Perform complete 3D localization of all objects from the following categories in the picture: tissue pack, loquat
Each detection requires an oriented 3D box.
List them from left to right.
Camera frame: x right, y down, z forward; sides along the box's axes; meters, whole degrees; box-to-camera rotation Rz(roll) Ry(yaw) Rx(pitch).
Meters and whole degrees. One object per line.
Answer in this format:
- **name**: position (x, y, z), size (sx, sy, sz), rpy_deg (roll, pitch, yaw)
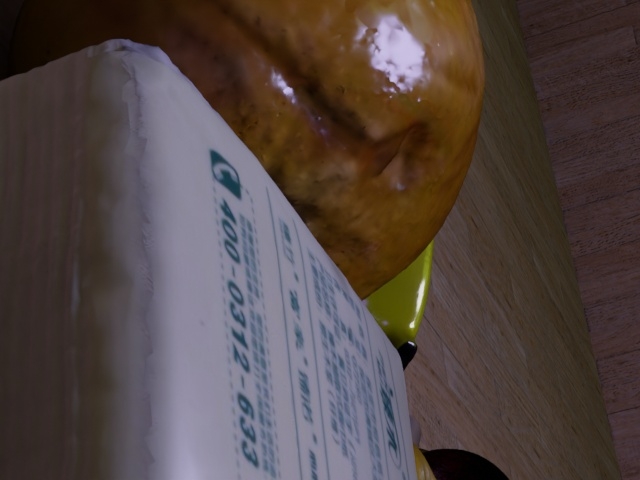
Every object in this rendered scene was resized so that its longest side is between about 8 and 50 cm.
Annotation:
- **tissue pack**: position (-0.074, 0.167, 0.540), size (0.297, 0.207, 0.380), rpy_deg (53, 25, -49)
- **loquat**: position (-0.051, -0.090, 0.813), size (0.276, 0.276, 0.284), rpy_deg (53, 8, -50)

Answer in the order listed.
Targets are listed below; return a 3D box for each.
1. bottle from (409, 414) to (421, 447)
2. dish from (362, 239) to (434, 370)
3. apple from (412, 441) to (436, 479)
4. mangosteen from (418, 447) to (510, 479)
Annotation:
- **bottle**: position (0.062, 0.193, 1.275), size (0.096, 0.045, 0.045), rpy_deg (-73, 143, -59)
- **dish**: position (-0.022, 0.003, 1.002), size (0.108, 0.221, 0.262), rpy_deg (22, 52, -25)
- **apple**: position (0.001, 0.190, 0.867), size (0.182, 0.155, 0.182), rpy_deg (-16, 90, -77)
- **mangosteen**: position (0.087, 0.232, 1.166), size (0.152, 0.153, 0.152), rpy_deg (-17, 90, -74)
